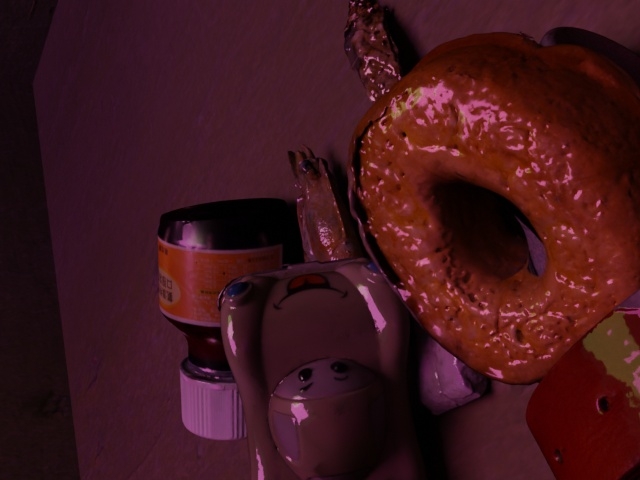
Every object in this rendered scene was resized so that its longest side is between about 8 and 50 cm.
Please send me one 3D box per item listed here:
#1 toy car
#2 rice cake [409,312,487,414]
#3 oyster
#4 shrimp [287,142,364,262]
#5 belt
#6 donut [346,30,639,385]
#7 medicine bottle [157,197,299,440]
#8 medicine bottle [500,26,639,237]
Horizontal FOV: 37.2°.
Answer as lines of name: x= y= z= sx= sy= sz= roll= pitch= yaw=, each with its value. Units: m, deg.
toy car: x=0.005 y=0.204 z=1.208 sx=0.226 sy=0.242 sz=0.336 roll=-124 pitch=25 yaw=-81
rice cake: x=0.145 y=0.070 z=1.237 sx=0.106 sy=0.050 sz=0.298 roll=-41 pitch=53 yaw=54
oyster: x=0.079 y=-0.234 z=1.347 sx=0.128 sy=0.078 sz=0.345 roll=92 pitch=165 yaw=-54
shrimp: x=0.000 y=0.000 z=1.483 sx=0.168 sy=0.077 sz=0.317 roll=-44 pitch=54 yaw=55
belt: x=0.315 y=0.108 z=0.752 sx=0.324 sy=0.227 sz=0.115 roll=-50 pitch=49 yaw=32
donut: x=0.174 y=-0.025 z=0.852 sx=0.317 sy=0.150 sz=0.299 roll=23 pitch=125 yaw=26
medicine bottle: x=-0.151 y=0.134 z=1.604 sx=0.242 sy=0.242 sz=0.395 roll=17 pitch=112 yaw=60
medicine bottle: x=0.221 y=-0.052 z=1.001 sx=0.322 sy=0.151 sz=0.151 roll=-64 pitch=37 yaw=36
